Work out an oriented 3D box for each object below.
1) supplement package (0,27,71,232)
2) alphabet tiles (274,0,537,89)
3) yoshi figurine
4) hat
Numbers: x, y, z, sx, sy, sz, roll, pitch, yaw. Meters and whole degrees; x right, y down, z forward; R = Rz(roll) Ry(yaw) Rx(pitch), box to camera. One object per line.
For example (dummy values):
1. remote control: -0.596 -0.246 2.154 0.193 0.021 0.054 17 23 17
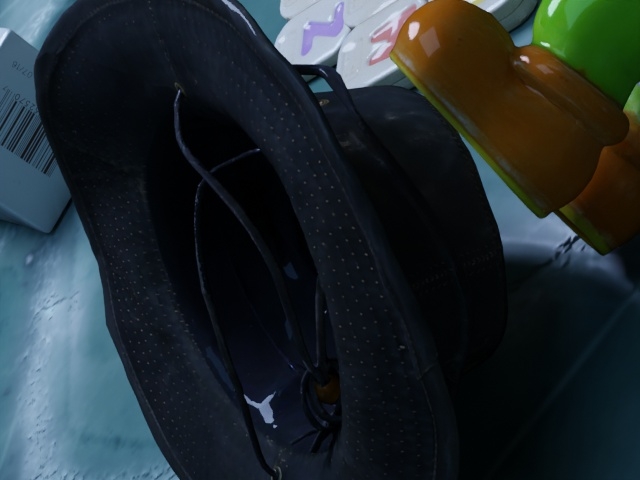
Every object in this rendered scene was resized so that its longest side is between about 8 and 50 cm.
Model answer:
1. supplement package: -0.241 -0.083 1.399 0.179 0.105 0.105 13 72 55
2. alphabet tiles: 0.072 -0.209 1.183 0.278 0.021 0.284 -28 41 36
3. yoshi figurine: 0.184 -0.179 0.855 0.362 0.203 0.203 -44 25 8
4. hat: 0.000 0.000 0.945 0.134 0.331 0.331 -26 22 -26
